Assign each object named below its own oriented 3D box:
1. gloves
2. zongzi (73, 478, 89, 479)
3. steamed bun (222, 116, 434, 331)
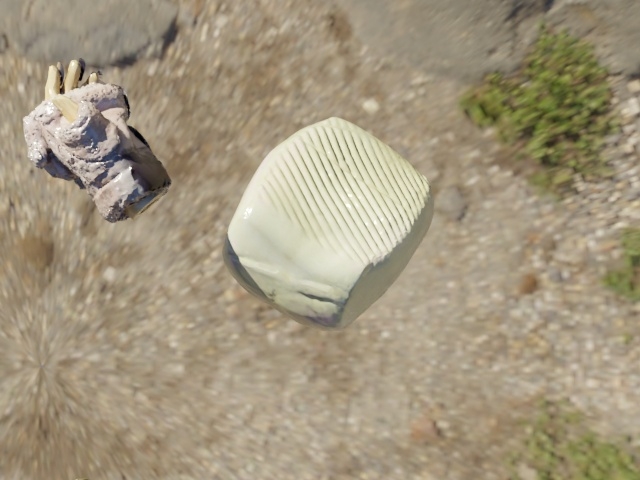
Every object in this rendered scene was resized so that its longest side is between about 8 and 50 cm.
[{"bbox_3d":[-0.200,-0.081,1.486,0.094,0.110,0.144,-43,66,31],"label":"gloves"},{"bbox_3d":[-0.156,0.310,1.713,0.228,0.256,0.115,37,114,12],"label":"zongzi"},{"bbox_3d":[0.000,0.000,1.622,0.170,0.152,0.238,34,40,7],"label":"steamed bun"}]
